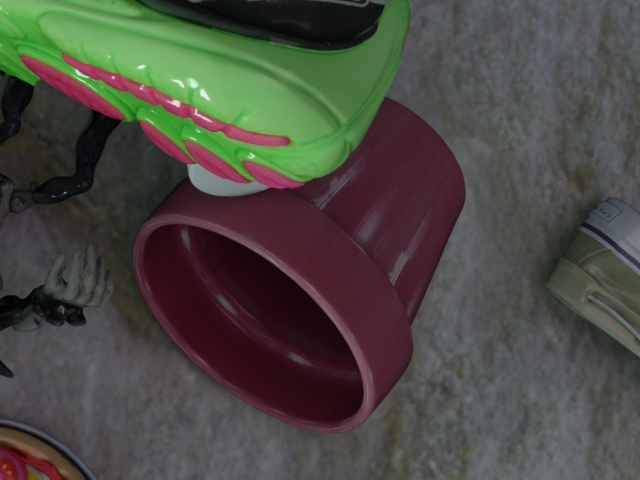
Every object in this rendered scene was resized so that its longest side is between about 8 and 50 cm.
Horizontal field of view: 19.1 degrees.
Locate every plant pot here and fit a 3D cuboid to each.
[{"bbox_3d":[0.000,0.000,1.305,0.201,0.201,0.180,49,59,-17],"label":"plant pot"}]

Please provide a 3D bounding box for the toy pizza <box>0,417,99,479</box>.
[{"bbox_3d":[-0.231,0.218,1.271,0.201,0.032,0.201,1,86,-14],"label":"toy pizza"}]

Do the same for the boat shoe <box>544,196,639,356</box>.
[{"bbox_3d":[0.299,0.094,1.486,0.302,0.109,0.094,43,91,-10],"label":"boat shoe"}]

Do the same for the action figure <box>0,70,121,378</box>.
[{"bbox_3d":[-0.216,-0.014,1.231,0.164,0.141,0.276,34,76,-22],"label":"action figure"}]

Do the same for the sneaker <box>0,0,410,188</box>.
[{"bbox_3d":[-0.146,-0.204,1.143,0.482,0.185,0.202,30,76,19],"label":"sneaker"}]

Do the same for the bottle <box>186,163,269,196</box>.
[{"bbox_3d":[-0.072,-0.164,1.240,0.118,0.092,0.283,-8,61,-7],"label":"bottle"}]
